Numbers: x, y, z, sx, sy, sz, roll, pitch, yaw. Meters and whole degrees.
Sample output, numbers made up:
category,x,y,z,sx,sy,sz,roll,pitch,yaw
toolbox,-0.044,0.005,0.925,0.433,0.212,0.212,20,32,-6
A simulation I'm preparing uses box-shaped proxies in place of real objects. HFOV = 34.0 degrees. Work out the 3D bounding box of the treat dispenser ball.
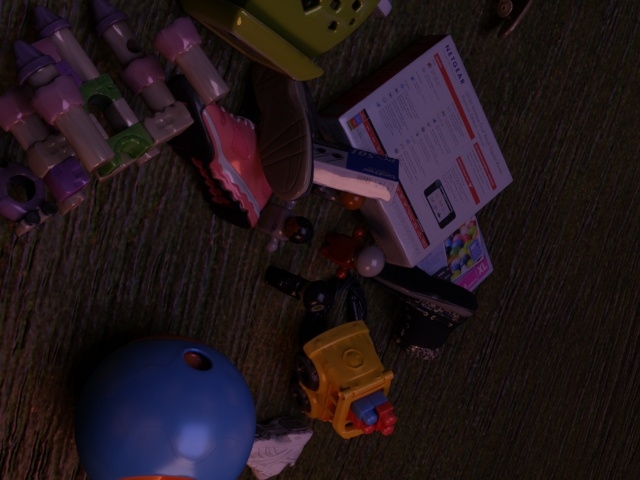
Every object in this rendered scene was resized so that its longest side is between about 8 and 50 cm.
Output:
category,x,y,z,sx,sy,sz,roll,pitch,yaw
treat dispenser ball,-0.248,0.294,1.680,0.288,0.288,0.288,-15,115,-36

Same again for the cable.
category,x,y,z,sx,sy,sz,roll,pitch,yaw
cable,0.039,0.154,2.040,0.150,0.047,0.184,30,84,-43

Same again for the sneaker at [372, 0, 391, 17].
category,x,y,z,sx,sy,sz,roll,pitch,yaw
sneaker,0.055,-0.488,1.788,0.091,0.094,0.258,-53,131,-7

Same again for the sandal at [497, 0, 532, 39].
category,x,y,z,sx,sy,sz,roll,pitch,yaw
sandal,0.392,-0.509,2.103,0.079,0.088,0.240,40,68,-10

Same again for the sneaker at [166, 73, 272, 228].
category,x,y,z,sx,sy,sz,roll,pitch,yaw
sneaker,-0.161,-0.167,1.729,0.136,0.116,0.314,-52,139,-27

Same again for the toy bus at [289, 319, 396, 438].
category,x,y,z,sx,sy,sz,roll,pitch,yaw
toy bus,0.058,0.292,1.962,0.149,0.211,0.220,-22,147,-26

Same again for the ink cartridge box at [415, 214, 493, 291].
category,x,y,z,sx,sy,sz,roll,pitch,yaw
ink cartridge box,0.243,-0.003,2.152,0.186,0.065,0.311,-41,126,-23

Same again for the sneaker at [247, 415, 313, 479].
category,x,y,z,sx,sy,sz,roll,pitch,yaw
sneaker,-0.116,0.402,1.971,0.232,0.090,0.115,6,105,-41

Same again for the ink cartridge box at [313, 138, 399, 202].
category,x,y,z,sx,sy,sz,roll,pitch,yaw
ink cartridge box,0.032,-0.129,1.814,0.207,0.097,0.046,14,119,-3

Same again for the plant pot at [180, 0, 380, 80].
category,x,y,z,sx,sy,sz,roll,pitch,yaw
plant pot,-0.073,-0.389,1.635,0.228,0.227,0.207,30,92,-43

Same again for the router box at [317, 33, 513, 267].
category,x,y,z,sx,sy,sz,roll,pitch,yaw
router box,0.185,-0.169,1.982,0.301,0.082,0.335,-38,116,-24

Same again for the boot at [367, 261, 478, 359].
category,x,y,z,sx,sy,sz,roll,pitch,yaw
boot,0.176,0.143,2.115,0.236,0.085,0.178,22,129,-8

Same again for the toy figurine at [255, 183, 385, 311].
category,x,y,z,sx,sy,sz,roll,pitch,yaw
toy figurine,0.000,0.000,1.881,0.213,0.148,0.209,-28,122,-30

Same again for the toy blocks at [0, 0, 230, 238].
category,x,y,z,sx,sy,sz,roll,pitch,yaw
toy blocks,-0.352,-0.214,1.491,0.288,0.309,0.260,-38,94,-39

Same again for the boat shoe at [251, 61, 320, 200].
category,x,y,z,sx,sy,sz,roll,pitch,yaw
boat shoe,-0.046,-0.190,1.732,0.092,0.103,0.285,22,47,-49
